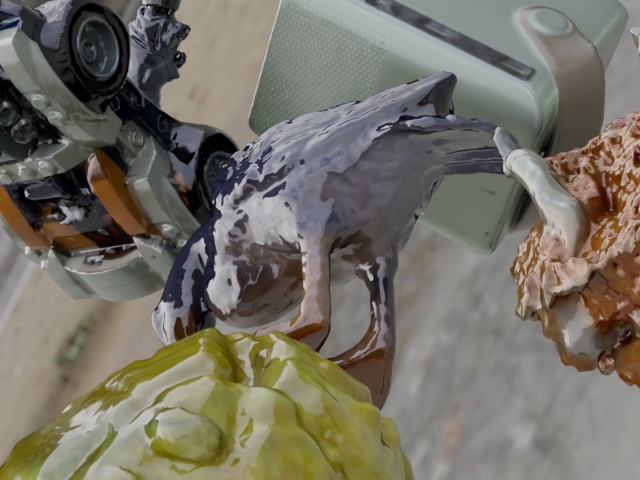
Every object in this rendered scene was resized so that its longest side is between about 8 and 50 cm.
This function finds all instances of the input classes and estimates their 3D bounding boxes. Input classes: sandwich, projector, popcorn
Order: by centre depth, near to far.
[{"bbox_3d":[0.146,-0.001,0.734,0.160,0.109,0.184,-29,45,12],"label":"sandwich"},{"bbox_3d":[-0.061,0.169,1.017,0.249,0.225,0.249,-38,8,6],"label":"popcorn"},{"bbox_3d":[0.095,-0.116,1.351,0.177,0.242,0.163,-48,-19,-45],"label":"projector"}]

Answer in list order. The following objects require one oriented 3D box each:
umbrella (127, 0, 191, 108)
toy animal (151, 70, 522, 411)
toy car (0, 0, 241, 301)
[{"bbox_3d":[-0.176,-0.143,1.802,0.071,0.080,0.224,33,113,55],"label":"umbrella"},{"bbox_3d":[0.000,0.000,1.183,0.298,0.122,0.185,-49,33,30],"label":"toy animal"},{"bbox_3d":[-0.193,-0.066,1.325,0.193,0.301,0.118,-7,54,33],"label":"toy car"}]
